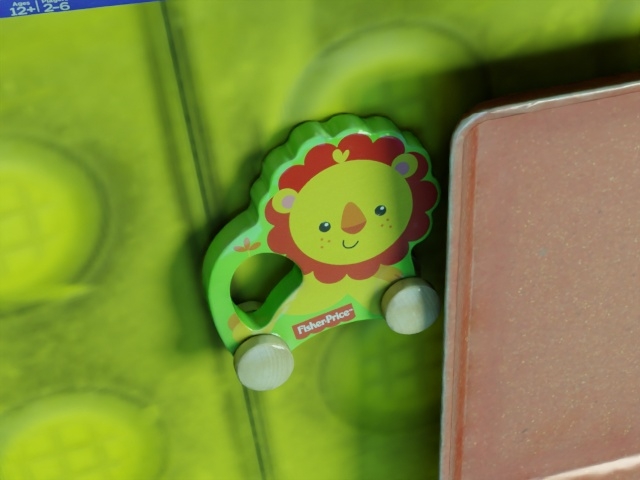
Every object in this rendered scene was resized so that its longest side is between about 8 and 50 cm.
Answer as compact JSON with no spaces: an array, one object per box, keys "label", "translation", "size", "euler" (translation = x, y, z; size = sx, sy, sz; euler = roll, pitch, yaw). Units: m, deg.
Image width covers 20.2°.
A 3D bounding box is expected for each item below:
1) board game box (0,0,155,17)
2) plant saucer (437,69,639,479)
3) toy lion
[{"label":"board game box","translation":[-0.043,-0.146,0.477],"size":[0.160,0.047,0.210],"euler":[-7,149,-2]},{"label":"plant saucer","translation":[0.165,0.019,0.759],"size":[0.258,0.048,0.259],"euler":[-12,131,-13]},{"label":"toy lion","translation":[0.000,0.000,0.694],"size":[0.100,0.034,0.096],"euler":[-22,124,-3]}]
